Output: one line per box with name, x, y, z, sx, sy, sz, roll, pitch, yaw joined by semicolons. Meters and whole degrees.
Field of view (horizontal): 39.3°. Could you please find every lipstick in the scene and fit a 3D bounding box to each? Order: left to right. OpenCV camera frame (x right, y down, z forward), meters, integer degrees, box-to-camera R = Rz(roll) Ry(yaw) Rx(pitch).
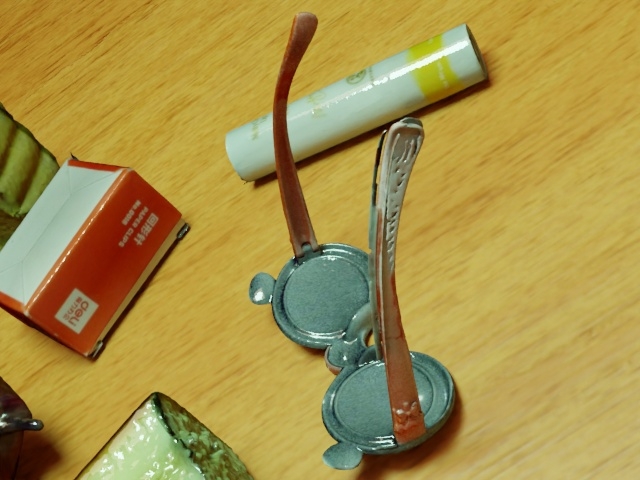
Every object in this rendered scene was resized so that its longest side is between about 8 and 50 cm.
lipstick;0.030;-0.130;0.873;0.264;0.059;0.059;-22;45;19

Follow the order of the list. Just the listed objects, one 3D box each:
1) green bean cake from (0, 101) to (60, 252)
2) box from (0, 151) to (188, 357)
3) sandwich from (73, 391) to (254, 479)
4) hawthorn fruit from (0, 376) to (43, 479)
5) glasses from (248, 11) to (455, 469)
green bean cake;-0.441;-0.071;1.040;0.224;0.229;0.131;-22;43;24
box;-0.243;0.013;0.919;0.133;0.099;0.182;12;64;45
sandwich;-0.145;0.241;0.630;0.235;0.128;0.122;-46;46;-6
hawthorn fruit;-0.349;0.197;0.771;0.248;0.208;0.208;-22;43;0
glasses;0.000;0.000;0.636;0.118;0.268;0.234;-21;40;-7
